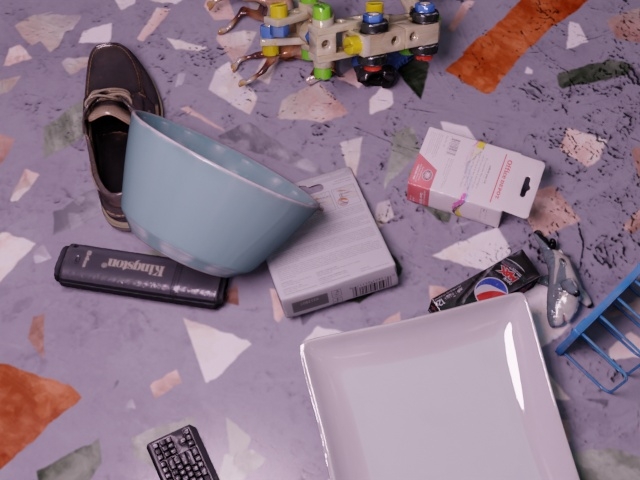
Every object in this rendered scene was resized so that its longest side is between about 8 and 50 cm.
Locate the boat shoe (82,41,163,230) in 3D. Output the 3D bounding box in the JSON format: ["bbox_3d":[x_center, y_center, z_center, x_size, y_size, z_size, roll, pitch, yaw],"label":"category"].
[{"bbox_3d":[-0.327,-0.193,1.580,0.132,0.130,0.355,-14,66,-4],"label":"boat shoe"}]

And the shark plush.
[{"bbox_3d":[0.362,0.052,1.490,0.067,0.073,0.161,-28,70,23],"label":"shark plush"}]

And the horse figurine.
[{"bbox_3d":[-0.093,-0.377,1.691,0.175,0.066,0.263,-22,69,-1],"label":"horse figurine"}]

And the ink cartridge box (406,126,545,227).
[{"bbox_3d":[0.252,-0.097,1.551,0.198,0.067,0.115,19,68,12],"label":"ink cartridge box"}]

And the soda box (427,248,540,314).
[{"bbox_3d":[0.252,0.081,1.475,0.169,0.060,0.053,-28,71,-10],"label":"soda box"}]

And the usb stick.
[{"bbox_3d":[-0.282,0.056,1.514,0.278,0.045,0.077,8,65,6],"label":"usb stick"}]

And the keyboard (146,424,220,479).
[{"bbox_3d":[-0.198,0.367,1.385,0.108,0.023,0.180,-25,67,-9],"label":"keyboard"}]

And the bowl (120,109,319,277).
[{"bbox_3d":[-0.173,-0.055,1.438,0.312,0.311,0.163,29,97,14],"label":"bowl"}]

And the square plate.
[{"bbox_3d":[0.173,0.277,1.374,0.347,0.049,0.344,-12,75,-4],"label":"square plate"}]

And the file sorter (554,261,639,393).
[{"bbox_3d":[0.455,0.128,1.418,0.170,0.118,0.104,-42,75,-15],"label":"file sorter"}]

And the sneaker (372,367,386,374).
[{"bbox_3d":[0.067,0.179,1.450,0.098,0.038,0.069,-9,67,-2],"label":"sneaker"}]

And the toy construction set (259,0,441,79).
[{"bbox_3d":[0.075,-0.369,1.590,0.328,0.151,0.215,-30,36,-18],"label":"toy construction set"}]

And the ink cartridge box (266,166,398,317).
[{"bbox_3d":[0.000,0.000,1.538,0.189,0.066,0.232,-17,46,-5],"label":"ink cartridge box"}]

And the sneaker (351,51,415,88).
[{"bbox_3d":[0.132,-0.306,1.654,0.152,0.058,0.084,-8,69,-5],"label":"sneaker"}]
